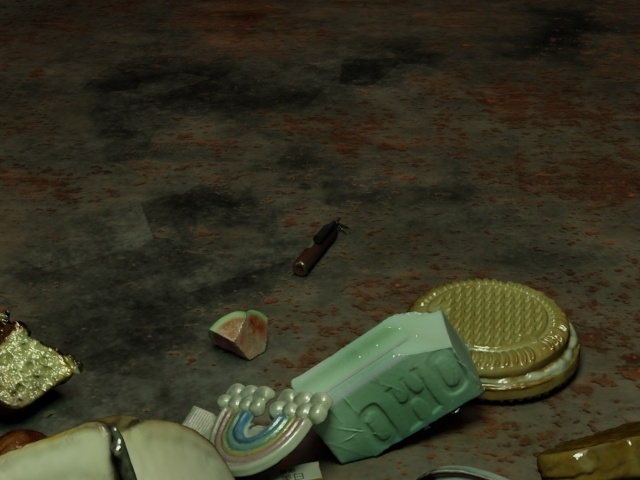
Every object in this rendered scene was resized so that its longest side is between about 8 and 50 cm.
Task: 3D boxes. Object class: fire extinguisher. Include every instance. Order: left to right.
[{"bbox_3d":[0.000,0.000,2.225,0.035,0.049,0.173,2,29,24],"label":"fire extinguisher"}]

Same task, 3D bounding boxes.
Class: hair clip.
[{"bbox_3d":[-0.092,0.250,1.711,0.220,0.054,0.140,-1,45,43],"label":"hair clip"}]

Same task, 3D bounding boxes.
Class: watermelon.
[{"bbox_3d":[-0.126,0.143,1.977,0.092,0.084,0.072,-31,44,27],"label":"watermelon"}]

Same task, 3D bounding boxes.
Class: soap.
[{"bbox_3d":[0.097,0.191,1.758,0.230,0.145,0.091,-33,36,3],"label":"soap"}]

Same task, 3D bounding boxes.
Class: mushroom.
[{"bbox_3d":[-0.302,0.348,1.448,0.397,0.224,0.313,-24,-10,13],"label":"mushroom"}]

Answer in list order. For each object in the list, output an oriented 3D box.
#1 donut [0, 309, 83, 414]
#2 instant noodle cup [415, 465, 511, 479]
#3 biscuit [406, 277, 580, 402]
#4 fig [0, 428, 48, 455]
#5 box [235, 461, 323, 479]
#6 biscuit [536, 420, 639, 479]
[{"bbox_3d":[-0.455,0.186,1.888,0.186,0.144,0.126,40,50,10],"label":"donut"},{"bbox_3d":[0.159,0.386,1.367,0.258,0.302,0.181,45,57,-2],"label":"instant noodle cup"},{"bbox_3d":[0.249,0.140,1.923,0.259,0.079,0.259,-2,30,1],"label":"biscuit"},{"bbox_3d":[-0.384,0.339,1.632,0.201,0.146,0.134,-54,18,-6],"label":"fig"},{"bbox_3d":[-0.102,0.326,1.672,0.218,0.040,0.055,-7,31,-8],"label":"box"},{"bbox_3d":[0.480,0.238,1.548,0.394,0.076,0.368,-18,-10,42],"label":"biscuit"}]
